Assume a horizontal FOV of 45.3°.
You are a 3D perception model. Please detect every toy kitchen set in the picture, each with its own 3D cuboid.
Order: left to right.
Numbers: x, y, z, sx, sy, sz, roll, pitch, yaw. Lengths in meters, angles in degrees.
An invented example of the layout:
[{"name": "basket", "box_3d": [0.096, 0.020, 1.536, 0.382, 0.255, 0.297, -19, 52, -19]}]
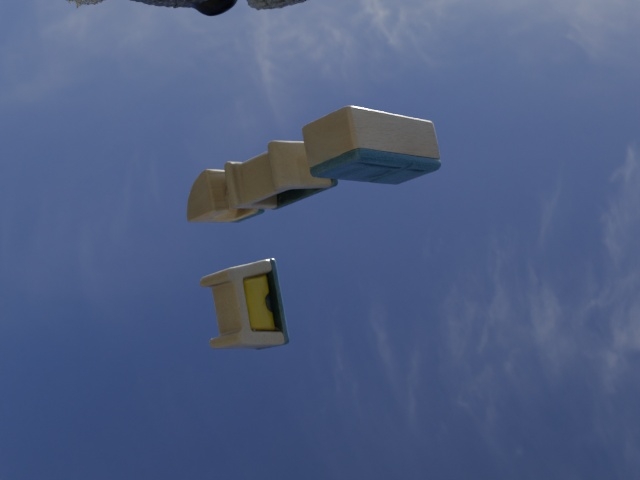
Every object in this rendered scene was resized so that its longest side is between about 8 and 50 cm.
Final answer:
[{"name": "toy kitchen set", "box_3d": [0.000, 0.000, 0.675, 0.207, 0.122, 0.166, -18, -100, 40]}]

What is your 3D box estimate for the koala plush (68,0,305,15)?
[{"name": "koala plush", "box_3d": [-0.085, -0.241, 0.535, 0.221, 0.203, 0.196, -36, -162, -22]}]
